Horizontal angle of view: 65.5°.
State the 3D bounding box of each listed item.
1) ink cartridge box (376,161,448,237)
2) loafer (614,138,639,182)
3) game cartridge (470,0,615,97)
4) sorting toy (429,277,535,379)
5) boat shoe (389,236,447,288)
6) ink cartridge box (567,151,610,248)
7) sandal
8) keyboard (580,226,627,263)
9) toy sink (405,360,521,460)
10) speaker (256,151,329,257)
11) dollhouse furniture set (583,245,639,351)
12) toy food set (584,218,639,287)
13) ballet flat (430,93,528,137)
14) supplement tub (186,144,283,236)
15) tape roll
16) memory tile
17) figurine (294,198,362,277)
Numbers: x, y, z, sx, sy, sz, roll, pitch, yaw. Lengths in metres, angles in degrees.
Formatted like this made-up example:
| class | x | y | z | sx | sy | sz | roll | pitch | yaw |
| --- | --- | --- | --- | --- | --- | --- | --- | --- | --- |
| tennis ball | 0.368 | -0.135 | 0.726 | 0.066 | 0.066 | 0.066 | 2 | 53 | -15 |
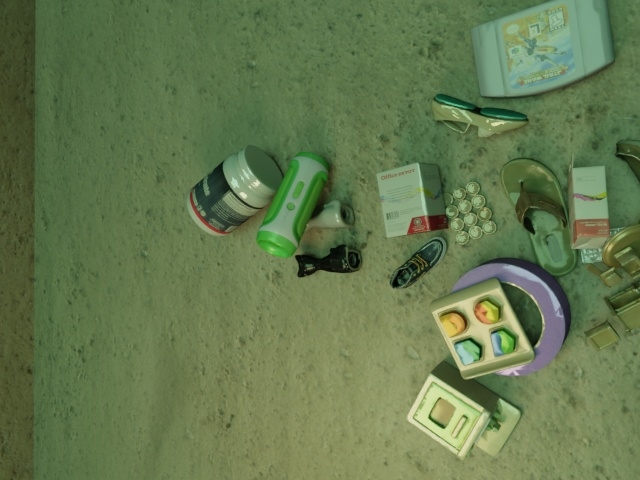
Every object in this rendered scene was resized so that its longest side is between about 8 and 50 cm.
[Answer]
| class | x | y | z | sx | sy | sz | roll | pitch | yaw |
| --- | --- | --- | --- | --- | --- | --- | --- | --- | --- |
| ink cartridge box | 0.242 | -0.105 | 1.307 | 0.128 | 0.127 | 0.176 | -10 | 89 | 37 |
| loafer | 0.730 | -0.123 | 1.057 | 0.251 | 0.094 | 0.087 | 44 | 108 | 20 |
| game cartridge | 0.516 | -0.448 | 1.172 | 0.297 | 0.062 | 0.198 | -8 | 91 | 31 |
| sorting toy | 0.379 | 0.216 | 1.191 | 0.193 | 0.038 | 0.208 | -28 | 81 | 35 |
| boat shoe | 0.263 | 0.066 | 1.335 | 0.065 | 0.083 | 0.183 | 46 | 113 | 19 |
| ink cartridge box | 0.593 | -0.089 | 1.105 | 0.067 | 0.115 | 0.198 | -2 | 75 | 20 |
| sandal | 0.525 | -0.059 | 1.178 | 0.120 | 0.086 | 0.303 | -26 | 82 | 32 |
| keyboard | 0.724 | 0.000 | 1.113 | 0.255 | 0.014 | 0.072 | -10 | 88 | 29 |
| toy sink | 0.365 | 0.448 | 1.271 | 0.234 | 0.131 | 0.153 | 31 | 108 | 24 |
| speaker | -0.076 | -0.104 | 1.424 | 0.131 | 0.131 | 0.297 | 11 | 66 | 28 |
| dollhouse furniture set | 0.638 | 0.118 | 1.097 | 0.182 | 0.101 | 0.161 | -38 | 97 | 25 |
| toy food set | 0.668 | 0.010 | 1.076 | 0.192 | 0.132 | 0.039 | -48 | 30 | 26 |
| ballet flat | 0.393 | -0.305 | 1.256 | 0.248 | 0.086 | 0.086 | 25 | 104 | 28 |
| supplement tub | -0.270 | -0.153 | 1.562 | 0.272 | 0.191 | 0.191 | -34 | 76 | 26 |
| tape roll | 0.454 | 0.183 | 1.213 | 0.274 | 0.090 | 0.275 | 7 | 102 | 35 |
| memory tile | 0.386 | -0.072 | 1.300 | 0.113 | 0.012 | 0.148 | -25 | 80 | 28 |
| figurine | 0.000 | 0.000 | 1.483 | 0.209 | 0.092 | 0.215 | -11 | 86 | 33 |
